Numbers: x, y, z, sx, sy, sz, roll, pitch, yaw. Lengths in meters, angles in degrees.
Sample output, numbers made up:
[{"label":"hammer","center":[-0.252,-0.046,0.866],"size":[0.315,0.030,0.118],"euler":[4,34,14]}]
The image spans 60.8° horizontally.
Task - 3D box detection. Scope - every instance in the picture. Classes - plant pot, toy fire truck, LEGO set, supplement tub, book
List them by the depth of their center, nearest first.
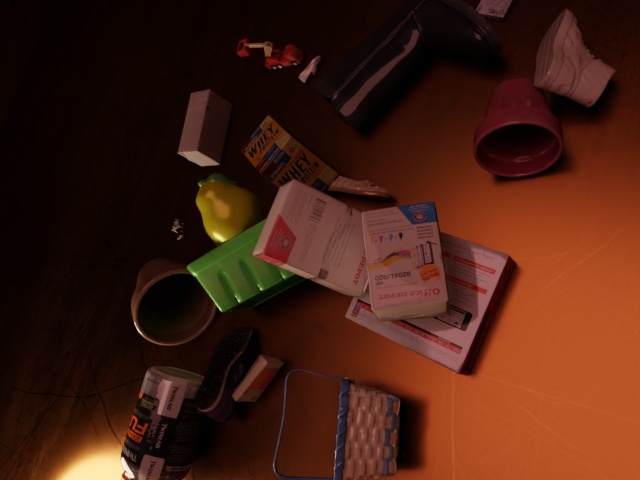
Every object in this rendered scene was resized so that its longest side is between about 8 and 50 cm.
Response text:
[{"label":"plant pot","center":[0.476,-0.283,1.321],"size":[0.201,0.201,0.180],"euler":[-7,55,30]},{"label":"book","center":[-0.174,0.395,1.547],"size":[0.035,0.096,0.144],"euler":[39,96,33]},{"label":"supplement tub","center":[-0.454,0.556,1.600],"size":[0.207,0.207,0.338],"euler":[9,79,33]},{"label":"plant pot","center":[-0.489,0.165,1.742],"size":[0.263,0.263,0.229],"euler":[-57,39,4]},{"label":"toy fire truck","center":[-0.171,-0.639,1.852],"size":[0.192,0.135,0.047],"euler":[1,75,32]},{"label":"LEGO set","center":[-0.508,-0.045,1.936],"size":[0.054,0.023,0.083],"euler":[-46,57,11]}]

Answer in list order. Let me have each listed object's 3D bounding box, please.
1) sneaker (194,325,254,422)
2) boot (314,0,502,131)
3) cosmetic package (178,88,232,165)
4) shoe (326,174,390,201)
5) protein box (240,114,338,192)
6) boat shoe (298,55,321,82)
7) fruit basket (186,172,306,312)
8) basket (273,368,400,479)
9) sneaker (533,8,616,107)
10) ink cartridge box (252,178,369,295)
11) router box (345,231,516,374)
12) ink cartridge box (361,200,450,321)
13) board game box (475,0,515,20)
[{"label":"sneaker","center":[-0.260,0.392,1.606],"size":[0.107,0.124,0.283],"euler":[-2,48,37]},{"label":"boot","center":[0.232,-0.484,1.545],"size":[0.445,0.146,0.367],"euler":[-40,48,10]},{"label":"cosmetic package","center":[-0.405,-0.394,1.924],"size":[0.107,0.127,0.238],"euler":[-2,75,32]},{"label":"shoe","center":[0.105,-0.155,1.564],"size":[0.219,0.076,0.058],"euler":[13,87,36]},{"label":"protein box","center":[-0.094,-0.233,1.604],"size":[0.136,0.201,0.200],"euler":[-50,38,8]},{"label":"boat shoe","center":[-0.027,-0.565,1.806],"size":[0.035,0.035,0.100],"euler":[44,96,6]},{"label":"fruit basket","center":[-0.210,-0.016,1.584],"size":[0.392,0.283,0.392],"euler":[-1,88,24]},{"label":"basket","center":[0.042,0.456,1.312],"size":[0.289,0.201,0.255],"euler":[8,76,1]},{"label":"sneaker","center":[0.625,-0.437,1.331],"size":[0.169,0.108,0.292],"euler":[25,58,-2]},{"label":"ink cartridge box","center":[0.000,0.000,1.401],"size":[0.117,0.283,0.207],"euler":[-11,56,69]},{"label":"router box","center":[0.269,0.127,1.370],"size":[0.335,0.082,0.301],"euler":[23,87,35]},{"label":"ink cartridge box","center":[0.199,0.056,1.261],"size":[0.171,0.168,0.233],"euler":[-8,70,11]},{"label":"board game box","center":[0.493,-0.664,1.523],"size":[0.090,0.020,0.090],"euler":[29,91,34]}]
